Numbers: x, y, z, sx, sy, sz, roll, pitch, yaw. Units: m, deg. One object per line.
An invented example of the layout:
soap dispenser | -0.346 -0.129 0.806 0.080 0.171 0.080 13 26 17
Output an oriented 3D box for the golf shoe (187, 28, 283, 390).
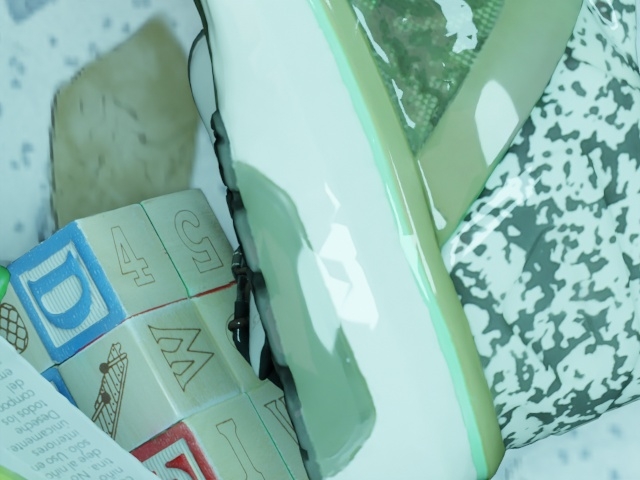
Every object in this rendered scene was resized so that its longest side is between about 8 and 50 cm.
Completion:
golf shoe | 0.000 0.000 0.714 0.077 0.094 0.198 -38 78 32

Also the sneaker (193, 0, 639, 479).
sneaker | 0.038 -0.118 0.605 0.182 0.158 0.410 -14 99 -3

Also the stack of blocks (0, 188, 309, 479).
stack of blocks | -0.059 0.151 0.781 0.171 0.087 0.297 -32 83 31

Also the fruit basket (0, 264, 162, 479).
fruit basket | -0.157 0.136 0.681 0.327 0.165 0.353 -30 122 33
